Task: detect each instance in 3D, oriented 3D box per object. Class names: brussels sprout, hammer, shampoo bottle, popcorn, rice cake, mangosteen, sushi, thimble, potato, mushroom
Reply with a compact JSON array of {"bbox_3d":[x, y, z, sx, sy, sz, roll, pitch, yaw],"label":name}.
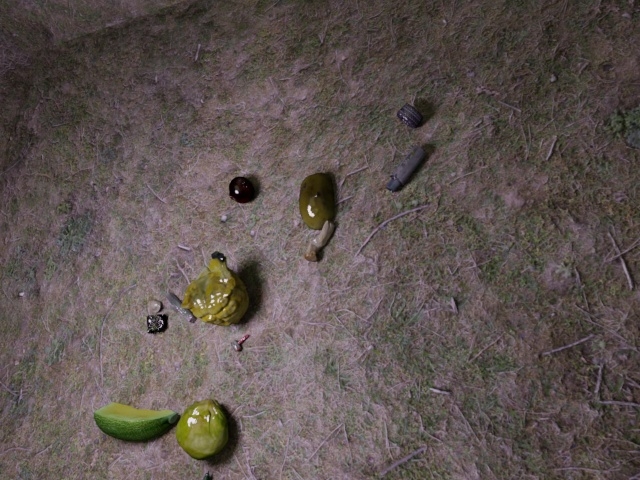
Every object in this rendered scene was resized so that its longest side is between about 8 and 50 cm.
[{"bbox_3d":[-0.452,0.733,1.710,0.223,0.161,0.223,-5,76,22],"label":"brussels sprout"},{"bbox_3d":[-0.336,0.426,1.856,0.083,0.031,0.052,-39,64,-8],"label":"hammer"},{"bbox_3d":[0.351,-0.295,1.830,0.072,0.072,0.214,36,86,28],"label":"shampoo bottle"},{"bbox_3d":[-0.436,0.229,1.848,0.292,0.237,0.293,-5,73,17],"label":"popcorn"},{"bbox_3d":[-0.639,0.303,2.009,0.206,0.047,0.036,36,72,26],"label":"rice cake"},{"bbox_3d":[-0.378,-0.230,2.070,0.140,0.140,0.140,-7,69,19],"label":"mangosteen"},{"bbox_3d":[-0.745,0.384,2.016,0.083,0.056,0.085,-11,66,9],"label":"sushi"},{"bbox_3d":[0.383,-0.532,1.894,0.104,0.095,0.066,39,98,-7],"label":"thimble"},{"bbox_3d":[-0.029,-0.184,1.915,0.160,0.111,0.272,-8,69,17],"label":"potato"},{"bbox_3d":[0.002,0.001,1.862,0.054,0.059,0.202,25,77,43],"label":"mushroom"}]

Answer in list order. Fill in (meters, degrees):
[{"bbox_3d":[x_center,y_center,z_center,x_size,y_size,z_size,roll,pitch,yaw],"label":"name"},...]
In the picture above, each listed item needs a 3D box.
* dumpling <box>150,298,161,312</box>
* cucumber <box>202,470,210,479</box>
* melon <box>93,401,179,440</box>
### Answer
[{"bbox_3d":[-0.770,0.309,2.060,0.077,0.043,0.059,23,103,23],"label":"dumpling"},{"bbox_3d":[-0.449,0.965,1.695,0.037,0.037,0.155,8,76,24],"label":"cucumber"},{"bbox_3d":[-0.757,0.757,1.832,0.323,0.196,0.124,-3,42,16],"label":"melon"}]
